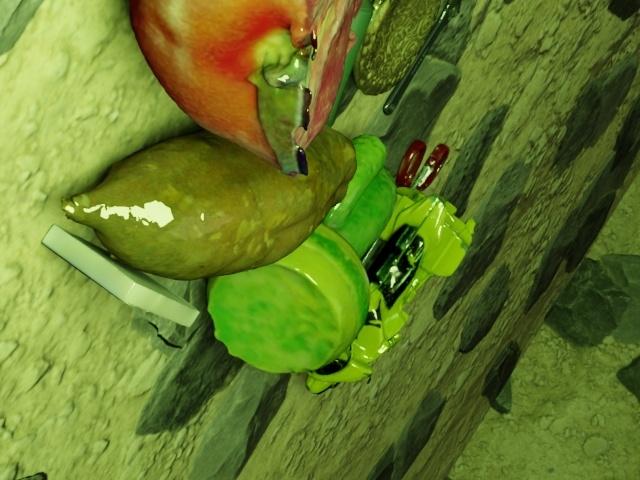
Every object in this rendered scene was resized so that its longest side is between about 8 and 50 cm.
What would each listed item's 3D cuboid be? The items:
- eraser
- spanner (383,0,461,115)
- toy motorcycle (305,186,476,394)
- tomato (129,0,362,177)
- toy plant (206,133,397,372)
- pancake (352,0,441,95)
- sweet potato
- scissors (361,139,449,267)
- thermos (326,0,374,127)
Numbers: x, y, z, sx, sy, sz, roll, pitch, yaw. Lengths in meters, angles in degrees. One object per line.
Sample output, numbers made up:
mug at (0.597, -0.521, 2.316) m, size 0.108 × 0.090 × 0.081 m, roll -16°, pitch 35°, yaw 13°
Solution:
eraser at (-0.181, 0.036, 1.137) m, size 0.023 × 0.104 × 0.150 m, roll -57°, pitch 159°, yaw -2°
spanner at (0.138, -0.252, 1.587) m, size 0.208 × 0.012 × 0.046 m, roll -58°, pitch 158°, yaw -1°
toy motorcycle at (0.073, 0.080, 1.726) m, size 0.342 × 0.142 × 0.206 m, roll -54°, pitch 177°, yaw 5°
tomato at (-0.051, -0.234, 0.988) m, size 0.335 × 0.176 × 0.290 m, roll 96°, pitch 12°, yaw -48°
toy plant at (0.000, 0.000, 1.456) m, size 0.316 × 0.184 × 0.224 m, roll -58°, pitch 171°, yaw -53°
pancake at (0.095, -0.260, 1.469) m, size 0.199 × 0.021 × 0.199 m, roll -46°, pitch 156°, yaw -28°
sweet potato at (-0.098, -0.037, 1.164) m, size 0.369 × 0.157 × 0.158 m, roll -29°, pitch 144°, yaw -54°
scissors at (0.110, -0.035, 1.814) m, size 0.248 × 0.017 × 0.144 m, roll -63°, pitch 158°, yaw 13°
thermos at (0.001, -0.203, 1.282) m, size 0.073 × 0.083 × 0.188 m, roll -64°, pitch 176°, yaw -69°
